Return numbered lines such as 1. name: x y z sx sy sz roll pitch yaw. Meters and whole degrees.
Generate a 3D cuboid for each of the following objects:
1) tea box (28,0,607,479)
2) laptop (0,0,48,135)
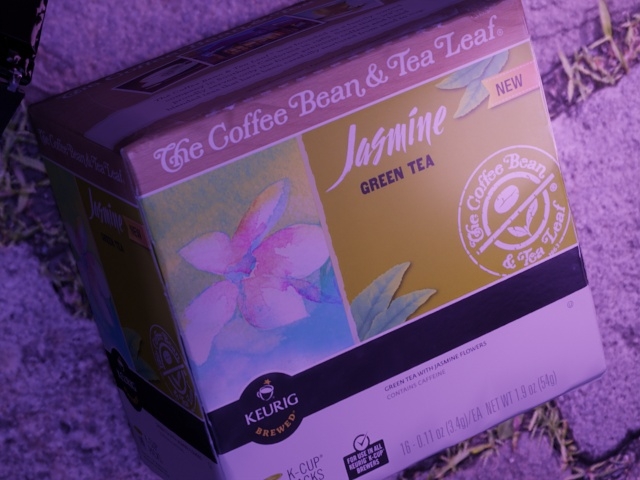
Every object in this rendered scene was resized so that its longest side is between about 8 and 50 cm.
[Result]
1. tea box: 0.000 0.000 1.493 0.329 0.220 0.323 -24 111 -20
2. laptop: -0.333 -0.165 1.409 0.234 0.136 0.264 20 67 -29
